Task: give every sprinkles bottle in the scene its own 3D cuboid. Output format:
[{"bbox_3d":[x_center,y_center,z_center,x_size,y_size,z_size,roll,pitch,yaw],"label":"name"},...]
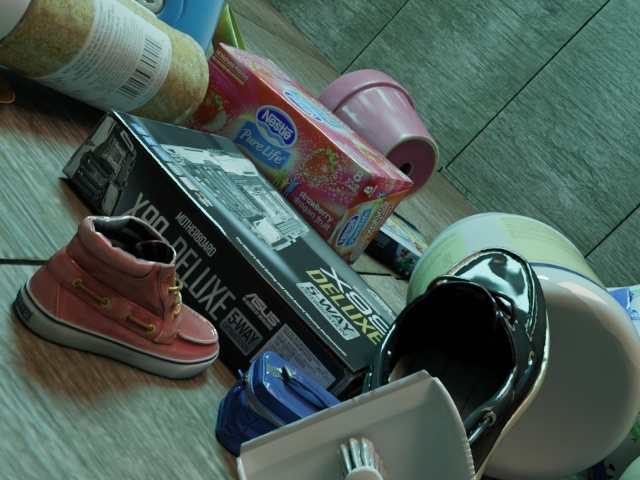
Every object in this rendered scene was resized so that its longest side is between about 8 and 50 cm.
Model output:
[{"bbox_3d":[-0.238,-0.198,0.864,0.121,0.121,0.355,48,10,19],"label":"sprinkles bottle"}]

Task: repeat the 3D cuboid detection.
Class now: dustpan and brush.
[{"bbox_3d":[0.049,0.209,0.574,0.060,0.147,0.211,-146,-145,-84],"label":"dustpan and brush"}]

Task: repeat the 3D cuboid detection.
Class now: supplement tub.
[{"bbox_3d":[0.219,0.102,1.050,0.235,0.235,0.325,41,14,-8],"label":"supplement tub"}]

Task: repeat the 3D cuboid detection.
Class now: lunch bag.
[{"bbox_3d":[-0.025,0.127,0.657,0.098,0.065,0.067,40,14,-16],"label":"lunch bag"},{"bbox_3d":[0.401,0.202,1.198,0.303,0.114,0.243,-65,143,-57],"label":"lunch bag"}]

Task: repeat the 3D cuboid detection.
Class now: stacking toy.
[{"bbox_3d":[-0.221,-0.310,1.272,0.175,0.166,0.302,20,3,-4],"label":"stacking toy"}]

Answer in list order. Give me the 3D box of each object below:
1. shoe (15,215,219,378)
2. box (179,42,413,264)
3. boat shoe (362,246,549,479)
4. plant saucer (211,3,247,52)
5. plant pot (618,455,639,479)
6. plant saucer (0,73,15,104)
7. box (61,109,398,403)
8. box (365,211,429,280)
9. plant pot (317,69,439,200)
[{"bbox_3d":[-0.116,0.040,0.628,0.178,0.081,0.063,26,22,-50],"label":"shoe"},{"bbox_3d":[-0.039,-0.098,1.042,0.257,0.128,0.122,44,18,22],"label":"box"},{"bbox_3d":[0.112,0.089,0.738,0.127,0.113,0.340,19,42,24],"label":"boat shoe"},{"bbox_3d":[-0.110,-0.209,1.274,0.241,0.037,0.241,-17,90,-89],"label":"plant saucer"},{"bbox_3d":[0.423,0.324,0.972,0.284,0.284,0.191,32,-4,-36],"label":"plant pot"},{"bbox_3d":[-0.304,-0.142,0.780,0.083,0.015,0.083,41,14,-12],"label":"plant saucer"},{"bbox_3d":[-0.060,0.021,0.846,0.307,0.076,0.242,46,14,14],"label":"box"},{"bbox_3d":[0.097,-0.016,1.447,0.233,0.044,0.159,33,17,-35],"label":"box"},{"bbox_3d":[0.101,-0.165,1.542,0.201,0.201,0.180,29,13,-43],"label":"plant pot"}]
